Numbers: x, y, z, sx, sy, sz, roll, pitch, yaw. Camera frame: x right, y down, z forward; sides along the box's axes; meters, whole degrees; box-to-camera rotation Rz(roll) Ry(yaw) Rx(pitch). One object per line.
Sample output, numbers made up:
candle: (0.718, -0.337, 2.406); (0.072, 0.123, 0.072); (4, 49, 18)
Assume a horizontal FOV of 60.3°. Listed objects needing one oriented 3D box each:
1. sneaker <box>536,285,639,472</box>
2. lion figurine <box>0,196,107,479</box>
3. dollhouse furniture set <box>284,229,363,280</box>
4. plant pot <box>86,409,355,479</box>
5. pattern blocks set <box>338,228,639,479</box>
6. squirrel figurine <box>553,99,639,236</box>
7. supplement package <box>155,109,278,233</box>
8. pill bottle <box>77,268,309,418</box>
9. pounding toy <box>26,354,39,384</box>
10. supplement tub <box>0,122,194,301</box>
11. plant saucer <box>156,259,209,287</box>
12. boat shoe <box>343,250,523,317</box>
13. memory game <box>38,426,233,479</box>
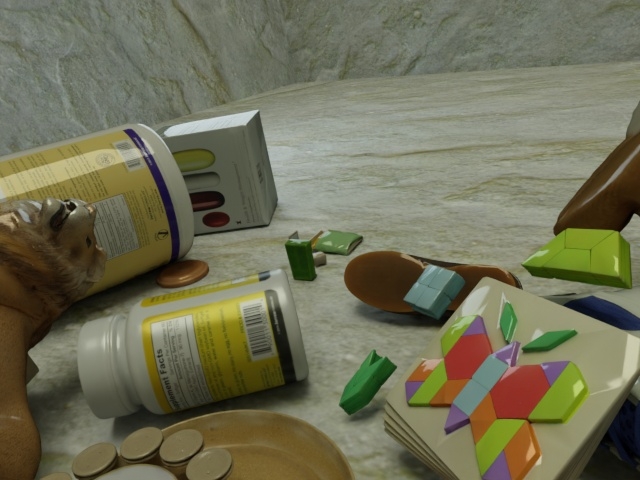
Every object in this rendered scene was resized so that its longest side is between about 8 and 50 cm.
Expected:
sneaker: (0.225, 0.119, 0.400); (0.182, 0.127, 0.315); (-6, 16, 19)
lion figurine: (-0.304, 0.111, 0.479); (0.142, 0.240, 0.392); (-22, 57, 21)
dollhouse furniture set: (0.000, 0.000, 0.842); (0.076, 0.058, 0.152); (4, 26, 30)
plant pot: (-0.086, 0.215, 0.401); (0.236, 0.032, 0.236); (-9, 22, 4)
pattern blocks set: (0.121, 0.104, 0.382); (0.285, 0.026, 0.325); (-55, 21, -19)
squirrel figurine: (0.466, -0.065, 0.414); (0.370, 0.397, 0.281); (33, 75, 8)
supplement package: (-0.206, -0.129, 1.064); (0.203, 0.194, 0.149); (-8, 22, 7)
pill bottle: (-0.125, 0.107, 0.563); (0.209, 0.119, 0.119); (-12, 22, -5)
pounding toy: (-0.382, 0.150, 0.585); (0.130, 0.141, 0.100); (-20, 20, 15)
supplement tub: (-0.389, -0.027, 0.840); (0.331, 0.241, 0.241); (-24, 26, -30)
plant saucer: (-0.220, 0.050, 0.878); (0.083, 0.013, 0.083); (-9, 22, 3)
boat shoe: (0.130, 0.058, 0.649); (0.207, 0.073, 0.073); (8, -9, 31)
memory game: (-0.148, 0.203, 0.399); (0.186, 0.012, 0.186); (-9, 22, 4)
